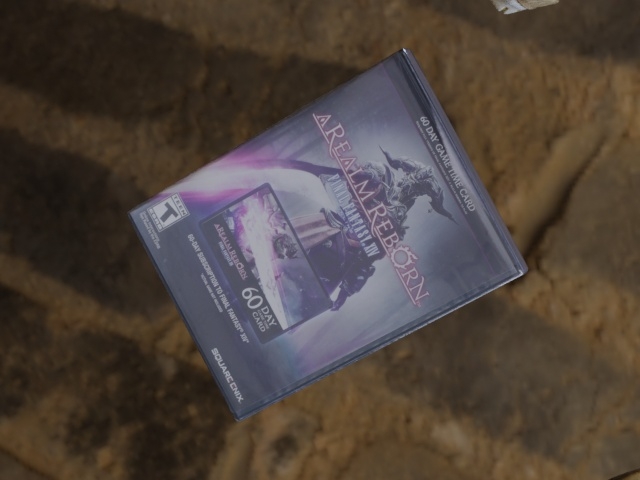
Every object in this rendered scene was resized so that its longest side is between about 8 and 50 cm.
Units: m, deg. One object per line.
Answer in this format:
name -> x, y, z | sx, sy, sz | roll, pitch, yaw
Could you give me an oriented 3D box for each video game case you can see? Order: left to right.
video game case -> 0.000, 0.000, 1.292 | 0.274, 0.196, 0.026 | -29, 177, 23

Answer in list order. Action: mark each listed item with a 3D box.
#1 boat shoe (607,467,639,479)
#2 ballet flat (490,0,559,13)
boat shoe -> 0.208, 0.143, 0.887 | 0.135, 0.050, 0.045 | -2, -109, -36
ballet flat -> 0.200, -0.251, 1.607 | 0.067, 0.073, 0.206 | -39, 177, 19
